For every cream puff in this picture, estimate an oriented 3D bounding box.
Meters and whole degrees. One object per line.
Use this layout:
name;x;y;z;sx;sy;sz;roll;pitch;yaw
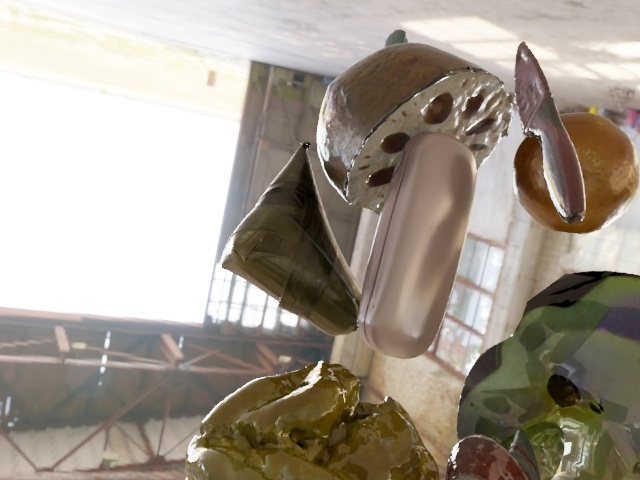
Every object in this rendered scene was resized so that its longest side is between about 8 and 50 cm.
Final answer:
cream puff;0.017;0.292;0.821;0.324;0.291;0.257;20;-126;33

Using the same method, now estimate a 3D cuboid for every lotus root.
lotus root;0.120;-0.170;1.051;0.272;0.272;0.192;6;-146;-35

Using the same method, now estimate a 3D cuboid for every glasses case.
glasses case;0.128;0.006;0.953;0.113;0.297;0.075;19;175;-33

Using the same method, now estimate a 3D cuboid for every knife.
knife;0.173;-0.092;0.573;0.018;0.035;0.247;21;-141;-13

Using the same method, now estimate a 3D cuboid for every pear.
pear;0.408;0.259;1.072;0.165;0.399;0.398;35;173;-35

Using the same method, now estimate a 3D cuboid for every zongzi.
zongzi;0.000;0.000;1.073;0.221;0.242;0.112;38;147;-9

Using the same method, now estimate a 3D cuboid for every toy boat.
toy boat;0.218;0.296;0.814;0.096;0.206;0.282;-29;172;20

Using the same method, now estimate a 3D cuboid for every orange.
orange;0.329;-0.087;0.954;0.158;0.159;0.136;14;-162;15

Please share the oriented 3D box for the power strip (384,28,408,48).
power strip;0.224;-0.317;1.518;0.054;0.168;0.253;-10;159;42
